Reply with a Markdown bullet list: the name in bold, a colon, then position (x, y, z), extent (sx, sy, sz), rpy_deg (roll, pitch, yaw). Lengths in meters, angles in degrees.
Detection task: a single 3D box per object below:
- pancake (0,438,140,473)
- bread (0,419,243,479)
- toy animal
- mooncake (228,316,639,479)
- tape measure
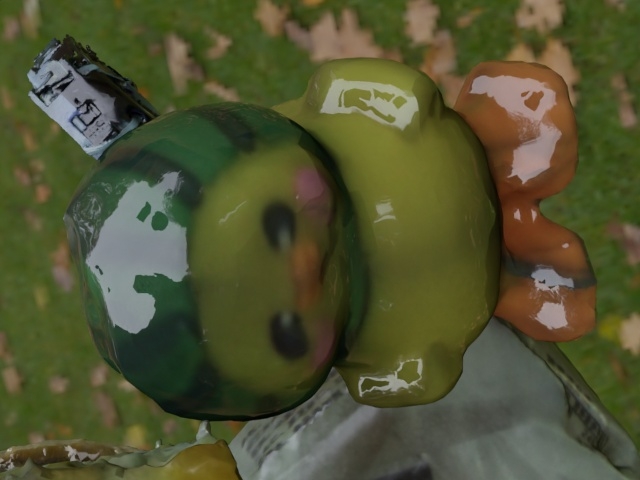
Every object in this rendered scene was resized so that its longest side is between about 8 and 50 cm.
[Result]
- **pancake**: position (-0.205, 0.336, 1.442), extent (0.082, 0.387, 0.387), rpy_deg (138, 112, -80)
- **bread**: position (-0.171, 0.251, 0.975), extent (0.395, 0.239, 0.264), rpy_deg (-30, 75, 64)
- **toy animal**: position (-0.003, 0.000, 1.142), extent (0.191, 0.338, 0.216), rpy_deg (7, 106, 52)
- **mooncake**: position (0.085, 0.165, 1.310), extent (0.250, 0.254, 0.136), rpy_deg (45, 179, -21)
- **tape measure**: position (-0.143, -0.086, 1.214), extent (0.094, 0.054, 0.091), rpy_deg (41, -173, -18)
